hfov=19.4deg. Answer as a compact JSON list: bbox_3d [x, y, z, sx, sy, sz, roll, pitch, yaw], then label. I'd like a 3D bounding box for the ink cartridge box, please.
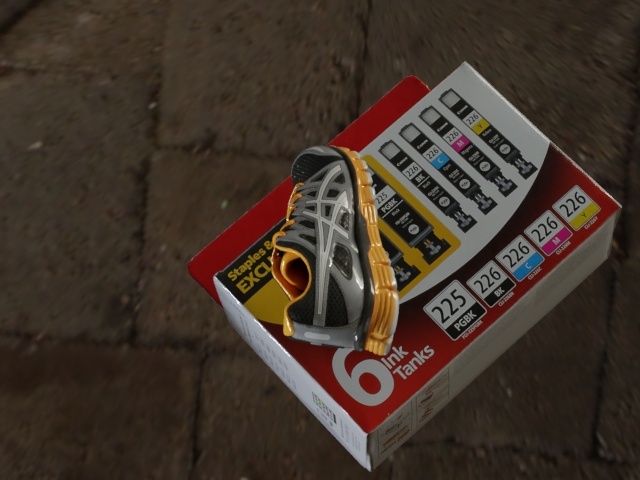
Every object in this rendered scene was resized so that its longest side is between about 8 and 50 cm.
[{"bbox_3d":[0.065,0.001,1.702,0.309,0.130,0.272,-41,72,-13],"label":"ink cartridge box"}]

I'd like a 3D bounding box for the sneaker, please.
[{"bbox_3d":[0.000,0.000,1.417,0.083,0.215,0.084,-2,129,-12],"label":"sneaker"}]
